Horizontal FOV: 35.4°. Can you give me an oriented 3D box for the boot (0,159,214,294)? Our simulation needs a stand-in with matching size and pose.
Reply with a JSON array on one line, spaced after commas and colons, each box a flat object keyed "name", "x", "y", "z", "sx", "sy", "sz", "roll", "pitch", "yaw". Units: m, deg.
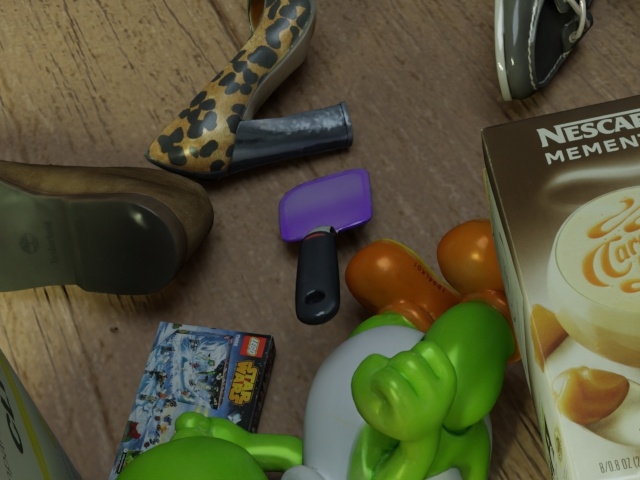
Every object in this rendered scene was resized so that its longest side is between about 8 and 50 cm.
[{"name": "boot", "x": -0.238, "y": -0.023, "z": 0.861, "sx": 0.305, "sy": 0.112, "sz": 0.115, "roll": 9, "pitch": 25, "yaw": 16}]

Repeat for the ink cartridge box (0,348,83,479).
[{"name": "ink cartridge box", "x": -0.200, "y": 0.186, "z": 0.503, "sx": 0.160, "sy": 0.385, "sz": 0.279, "roll": -22, "pitch": 55, "yaw": -11}]

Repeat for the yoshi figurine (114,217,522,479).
[{"name": "yoshi figurine", "x": -0.006, "y": 0.124, "z": 0.645, "sx": 0.203, "sy": 0.204, "sz": 0.362, "roll": 22, "pitch": 55, "yaw": 21}]

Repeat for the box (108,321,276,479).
[{"name": "box", "x": -0.093, "y": 0.130, "z": 0.759, "sx": 0.094, "sy": 0.027, "sz": 0.137, "roll": 6, "pitch": 55, "yaw": 11}]

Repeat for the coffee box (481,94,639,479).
[{"name": "coffee box", "x": 0.175, "y": 0.038, "z": 0.536, "sx": 0.141, "sy": 0.098, "sz": 0.246, "roll": -12, "pitch": 45, "yaw": 6}]

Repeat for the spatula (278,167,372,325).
[{"name": "spatula", "x": 0.000, "y": 0.000, "z": 0.765, "sx": 0.084, "sy": 0.030, "sz": 0.296, "roll": -14, "pitch": 16, "yaw": 7}]

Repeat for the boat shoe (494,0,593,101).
[{"name": "boat shoe", "x": 0.237, "y": -0.267, "z": 0.969, "sx": 0.095, "sy": 0.112, "sz": 0.335, "roll": 0, "pitch": 49, "yaw": 24}]

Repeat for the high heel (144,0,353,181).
[{"name": "high heel", "x": -0.093, "y": -0.178, "z": 0.941, "sx": 0.186, "sy": 0.093, "sz": 0.261, "roll": -12, "pitch": 62, "yaw": -12}]
